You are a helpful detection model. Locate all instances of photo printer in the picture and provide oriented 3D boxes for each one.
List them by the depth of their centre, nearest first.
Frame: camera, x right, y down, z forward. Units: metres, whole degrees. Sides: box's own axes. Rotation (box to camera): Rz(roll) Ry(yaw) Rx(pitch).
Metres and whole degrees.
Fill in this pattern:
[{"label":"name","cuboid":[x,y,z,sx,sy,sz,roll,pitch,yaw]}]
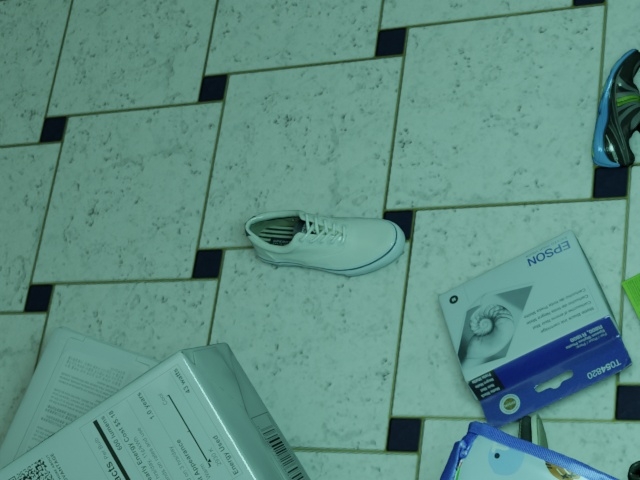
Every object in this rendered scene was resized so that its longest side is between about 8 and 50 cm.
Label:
[{"label":"photo printer","cuboid":[-0.366,0.311,2.133,0.256,0.107,0.308,14,75,30]}]

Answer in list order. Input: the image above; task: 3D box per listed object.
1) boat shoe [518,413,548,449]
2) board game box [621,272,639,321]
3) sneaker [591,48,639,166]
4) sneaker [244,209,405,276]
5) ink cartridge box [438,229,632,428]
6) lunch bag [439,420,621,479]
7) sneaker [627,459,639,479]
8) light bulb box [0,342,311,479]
[{"label":"boat shoe","cuboid":[0.262,0.342,1.811,0.079,0.084,0.233,-1,69,22]},{"label":"board game box","cuboid":[0.547,0.052,1.828,0.259,0.039,0.124,-29,58,15]},{"label":"sneaker","cuboid":[0.443,-0.189,1.985,0.078,0.067,0.188,12,70,9]},{"label":"sneaker","cuboid":[0.000,0.000,2.098,0.258,0.091,0.094,-3,66,26]},{"label":"ink cartridge box","cuboid":[0.292,0.122,1.901,0.223,0.045,0.224,-28,49,13]},{"label":"lunch bag","cuboid":[0.286,0.431,1.618,0.385,0.239,0.328,24,78,5]},{"label":"sneaker","cuboid":[0.473,0.295,1.728,0.178,0.077,0.072,-18,62,19]},{"label":"light bulb box","cuboid":[-0.214,0.385,1.881,0.361,0.225,0.358,-33,81,10]}]
